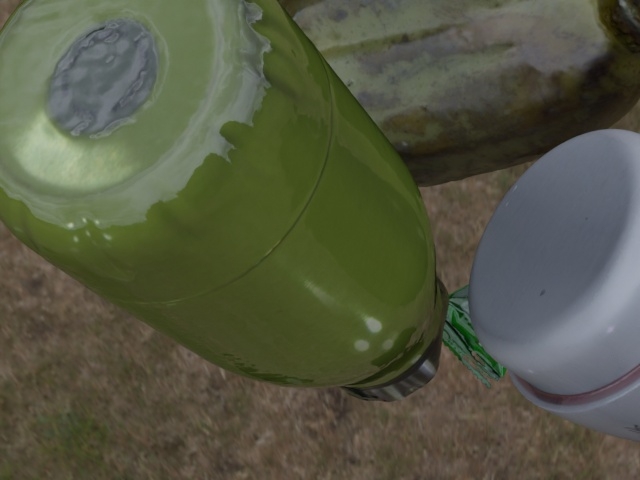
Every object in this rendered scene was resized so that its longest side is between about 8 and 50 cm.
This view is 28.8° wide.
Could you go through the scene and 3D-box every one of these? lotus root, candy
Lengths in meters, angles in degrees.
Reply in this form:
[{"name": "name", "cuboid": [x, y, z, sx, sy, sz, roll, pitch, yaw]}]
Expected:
[{"name": "lotus root", "cuboid": [0.090, -0.120, 0.763, 0.309, 0.173, 0.173, -6, 55, 33]}, {"name": "candy", "cuboid": [0.247, 0.081, 1.654, 0.203, 0.078, 0.141, -45, 49, -3]}]

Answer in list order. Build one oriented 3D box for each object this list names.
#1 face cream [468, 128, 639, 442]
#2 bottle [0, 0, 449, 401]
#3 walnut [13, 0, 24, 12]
[{"name": "face cream", "cuboid": [0.125, 0.021, 0.493, 0.117, 0.104, 0.117, -41, 31, 32]}, {"name": "bottle", "cuboid": [-0.016, -0.003, 0.478, 0.112, 0.260, 0.112, -9, 65, 21]}, {"name": "walnut", "cuboid": [-0.226, -0.207, 1.356, 0.282, 0.227, 0.283, -16, 52, 22]}]
